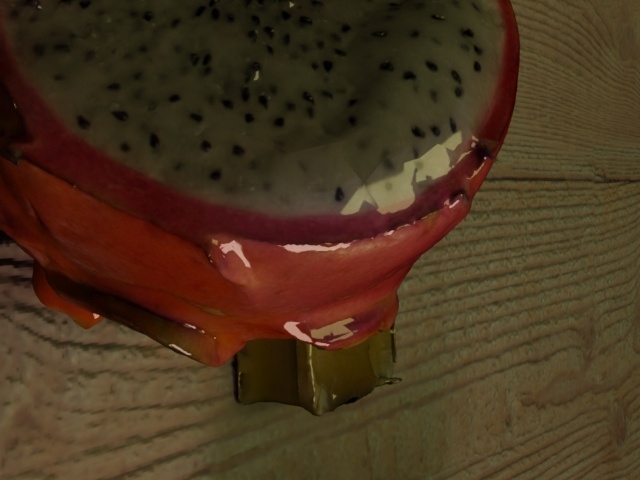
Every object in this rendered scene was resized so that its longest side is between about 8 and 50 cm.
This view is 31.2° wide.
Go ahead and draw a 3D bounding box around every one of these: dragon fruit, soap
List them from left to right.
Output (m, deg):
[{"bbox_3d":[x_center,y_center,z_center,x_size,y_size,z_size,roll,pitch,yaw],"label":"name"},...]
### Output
[{"bbox_3d":[-0.045,-0.065,0.597,0.189,0.291,0.290,108,2,-60],"label":"dragon fruit"},{"bbox_3d":[-0.002,0.000,0.832,0.135,0.076,0.233,-13,100,-60],"label":"soap"}]
